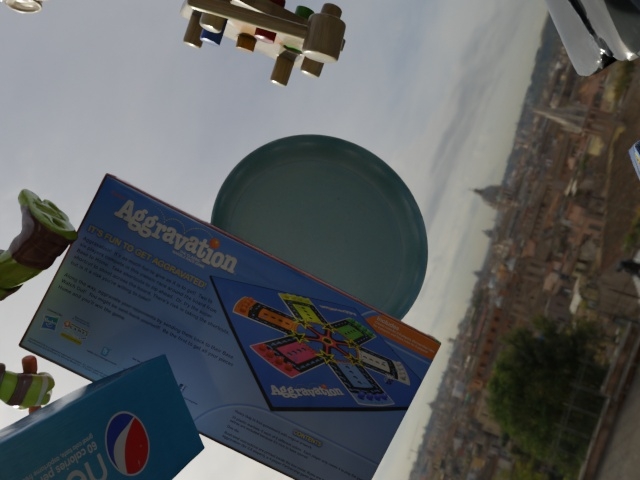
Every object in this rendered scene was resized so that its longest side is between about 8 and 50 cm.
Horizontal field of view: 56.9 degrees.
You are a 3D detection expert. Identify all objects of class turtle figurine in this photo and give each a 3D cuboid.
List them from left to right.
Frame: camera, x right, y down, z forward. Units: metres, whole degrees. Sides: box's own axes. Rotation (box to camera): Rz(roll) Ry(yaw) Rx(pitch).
[{"bbox_3d":[-0.282,0.048,0.391,0.217,0.269,0.087,-52,28,9],"label":"turtle figurine"}]

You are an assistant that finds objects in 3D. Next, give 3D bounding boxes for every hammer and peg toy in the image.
[{"bbox_3d":[-0.096,-0.376,0.999,0.361,0.266,0.127,23,94,68],"label":"hammer and peg toy"}]

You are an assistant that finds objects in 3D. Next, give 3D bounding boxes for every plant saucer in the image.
[{"bbox_3d":[0.000,0.000,0.845,0.318,0.317,0.044,-66,7,-23],"label":"plant saucer"}]

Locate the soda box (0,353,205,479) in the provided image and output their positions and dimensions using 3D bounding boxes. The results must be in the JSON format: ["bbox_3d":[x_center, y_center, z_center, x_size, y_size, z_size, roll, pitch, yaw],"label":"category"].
[{"bbox_3d":[-0.145,0.128,0.298,0.071,0.067,0.210,67,-162,0],"label":"soda box"}]

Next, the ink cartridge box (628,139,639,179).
[{"bbox_3d":[0.645,-0.140,0.918,0.395,0.270,0.151,-11,-103,-63],"label":"ink cartridge box"}]

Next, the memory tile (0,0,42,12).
[{"bbox_3d":[-0.328,-0.261,0.565,0.148,0.113,0.012,3,-98,-46],"label":"memory tile"}]

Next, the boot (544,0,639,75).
[{"bbox_3d":[0.236,-0.379,0.545,0.445,0.146,0.367,60,-167,-8],"label":"boot"}]

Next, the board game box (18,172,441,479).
[{"bbox_3d":[-0.065,0.077,0.450,0.145,0.281,0.027,-63,3,1],"label":"board game box"}]
